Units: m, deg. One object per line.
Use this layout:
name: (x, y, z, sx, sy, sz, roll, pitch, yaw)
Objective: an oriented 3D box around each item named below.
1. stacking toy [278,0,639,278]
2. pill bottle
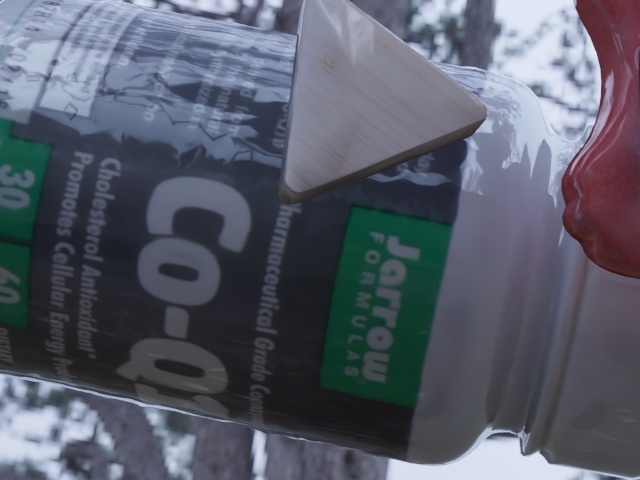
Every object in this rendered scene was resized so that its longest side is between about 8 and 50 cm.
stacking toy: (0.113, -0.146, 0.570, 0.280, 0.308, 0.130, -2, -13, -9)
pill bottle: (0.000, 0.000, 0.778, 0.361, 0.204, 0.204, 11, -23, 6)
